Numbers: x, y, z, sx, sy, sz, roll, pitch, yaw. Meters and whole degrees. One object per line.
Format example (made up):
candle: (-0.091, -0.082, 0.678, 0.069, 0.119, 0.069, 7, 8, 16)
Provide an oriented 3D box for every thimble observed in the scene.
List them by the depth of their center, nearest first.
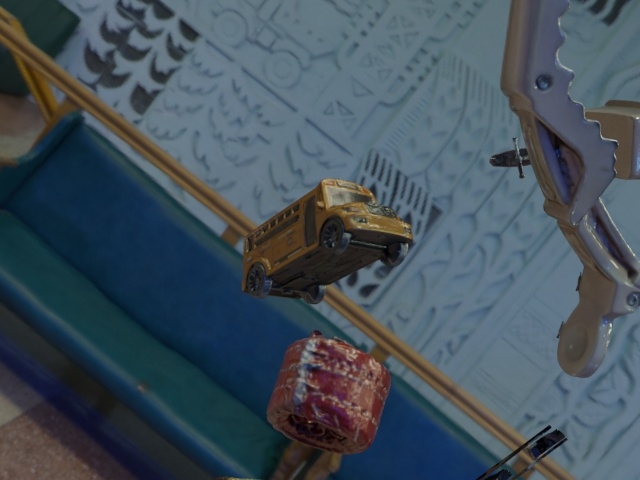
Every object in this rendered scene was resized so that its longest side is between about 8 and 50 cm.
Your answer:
thimble: (0.012, 0.229, 1.088, 0.163, 0.125, 0.190, 18, -27, 6)

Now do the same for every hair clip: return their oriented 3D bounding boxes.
hair clip: (0.118, -0.032, 0.359, 0.226, 0.072, 0.034, 64, -3, -18)

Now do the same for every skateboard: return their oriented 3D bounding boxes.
skateboard: (0.158, -0.067, 0.610, 0.063, 0.032, 0.083, -4, 5, 32)

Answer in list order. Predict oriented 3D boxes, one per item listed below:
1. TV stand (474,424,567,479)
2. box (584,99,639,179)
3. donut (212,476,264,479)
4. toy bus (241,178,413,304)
TV stand: (0.338, 0.421, 1.356, 0.042, 0.249, 0.036, 54, -9, 20)
box: (0.344, -0.113, 0.850, 0.062, 0.089, 0.122, -6, 15, -17)
donut: (-0.096, 0.364, 1.035, 0.140, 0.059, 0.140, 6, -20, 2)
toy bus: (0.000, 0.000, 0.739, 0.083, 0.194, 0.088, 11, 63, -36)
